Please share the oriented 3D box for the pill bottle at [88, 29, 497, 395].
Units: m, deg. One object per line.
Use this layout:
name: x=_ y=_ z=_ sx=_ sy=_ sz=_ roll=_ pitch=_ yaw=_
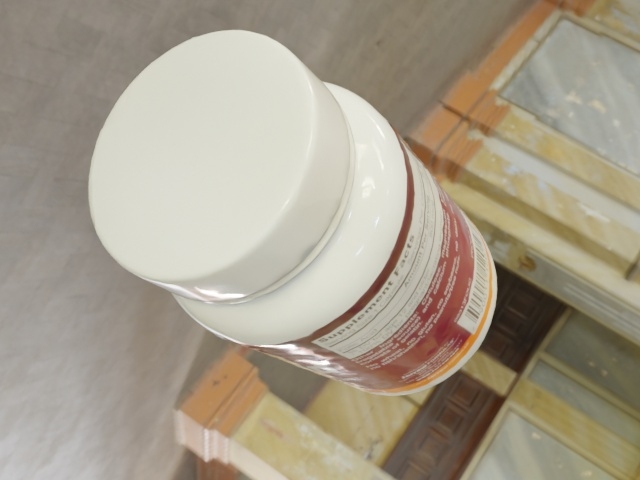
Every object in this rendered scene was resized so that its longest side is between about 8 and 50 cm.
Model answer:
pill bottle: x=0.000 y=0.000 z=0.699 sx=0.224 sy=0.224 sz=0.392 roll=-58 pitch=147 yaw=-2
